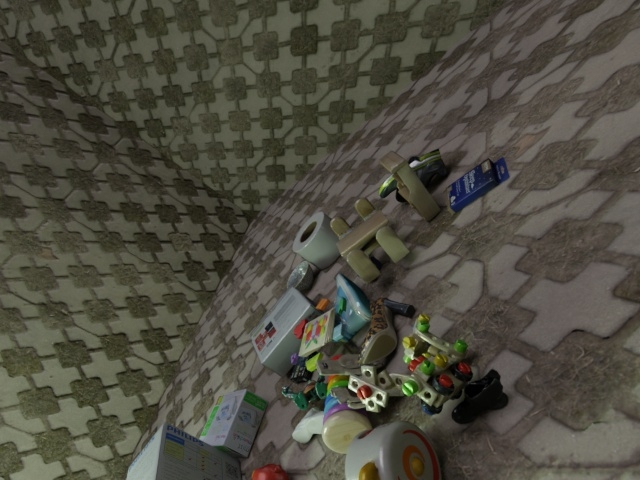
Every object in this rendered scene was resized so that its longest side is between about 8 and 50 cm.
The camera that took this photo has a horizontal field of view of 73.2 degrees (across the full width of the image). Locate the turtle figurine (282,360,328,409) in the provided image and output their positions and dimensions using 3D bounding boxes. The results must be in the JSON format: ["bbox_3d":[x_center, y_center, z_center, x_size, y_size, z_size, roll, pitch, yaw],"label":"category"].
[{"bbox_3d":[-0.037,0.507,1.493,0.175,0.118,0.234,-46,2,-7],"label":"turtle figurine"}]

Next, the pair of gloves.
[{"bbox_3d":[0.110,0.409,1.264,0.240,0.204,0.042,-144,51,-66],"label":"pair of gloves"}]

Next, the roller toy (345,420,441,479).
[{"bbox_3d":[0.163,0.501,0.942,0.146,0.209,0.191,-36,20,38],"label":"roller toy"}]

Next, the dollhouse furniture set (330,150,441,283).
[{"bbox_3d":[0.207,-0.106,1.638,0.394,0.256,0.362,-38,22,8],"label":"dollhouse furniture set"}]

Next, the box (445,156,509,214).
[{"bbox_3d":[0.536,-0.197,1.492,0.225,0.037,0.136,-37,26,36],"label":"box"}]

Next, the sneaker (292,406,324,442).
[{"bbox_3d":[-0.011,0.577,1.397,0.212,0.080,0.094,-40,12,35],"label":"sneaker"}]

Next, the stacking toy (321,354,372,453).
[{"bbox_3d":[0.067,0.473,1.319,0.141,0.141,0.330,-48,16,15],"label":"stacking toy"}]

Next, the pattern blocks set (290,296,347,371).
[{"bbox_3d":[-0.013,0.329,1.540,0.325,0.026,0.285,-47,24,31],"label":"pattern blocks set"}]

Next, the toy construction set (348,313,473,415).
[{"bbox_3d":[0.231,0.300,1.025,0.215,0.328,0.151,35,129,34],"label":"toy construction set"}]

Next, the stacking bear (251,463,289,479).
[{"bbox_3d":[-0.202,0.821,1.301,0.164,0.175,0.289,17,53,27],"label":"stacking bear"}]

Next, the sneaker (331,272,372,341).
[{"bbox_3d":[0.072,0.261,1.642,0.208,0.127,0.319,-49,20,8],"label":"sneaker"}]

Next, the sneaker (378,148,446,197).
[{"bbox_3d":[0.371,-0.245,1.747,0.300,0.121,0.111,-31,-3,28],"label":"sneaker"}]

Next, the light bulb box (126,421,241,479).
[{"bbox_3d":[-0.466,0.886,1.475,0.225,0.358,0.361,-52,19,0],"label":"light bulb box"}]

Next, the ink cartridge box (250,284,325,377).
[{"bbox_3d":[-0.141,0.378,1.861,0.309,0.130,0.272,-50,25,-2],"label":"ink cartridge box"}]

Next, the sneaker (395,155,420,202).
[{"bbox_3d":[0.393,-0.255,1.881,0.097,0.084,0.234,80,-146,-70],"label":"sneaker"}]

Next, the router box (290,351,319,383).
[{"bbox_3d":[-0.063,0.492,1.687,0.092,0.038,0.122,-32,29,47],"label":"router box"}]

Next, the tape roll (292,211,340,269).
[{"bbox_3d":[0.000,0.000,2.159,0.246,0.169,0.246,-45,21,23],"label":"tape roll"}]

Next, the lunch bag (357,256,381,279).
[{"bbox_3d":[0.191,0.111,1.703,0.065,0.067,0.098,-23,33,53],"label":"lunch bag"}]

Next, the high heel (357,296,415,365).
[{"bbox_3d":[0.169,0.293,1.400,0.261,0.093,0.186,-44,22,-23],"label":"high heel"}]

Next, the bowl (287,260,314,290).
[{"bbox_3d":[-0.086,0.193,2.163,0.170,0.080,0.170,-44,23,24],"label":"bowl"}]

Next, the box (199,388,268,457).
[{"bbox_3d":[-0.366,0.766,1.793,0.262,0.127,0.231,-30,29,46],"label":"box"}]

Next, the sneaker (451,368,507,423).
[{"bbox_3d":[0.341,0.348,0.956,0.170,0.089,0.051,-40,24,32],"label":"sneaker"}]
